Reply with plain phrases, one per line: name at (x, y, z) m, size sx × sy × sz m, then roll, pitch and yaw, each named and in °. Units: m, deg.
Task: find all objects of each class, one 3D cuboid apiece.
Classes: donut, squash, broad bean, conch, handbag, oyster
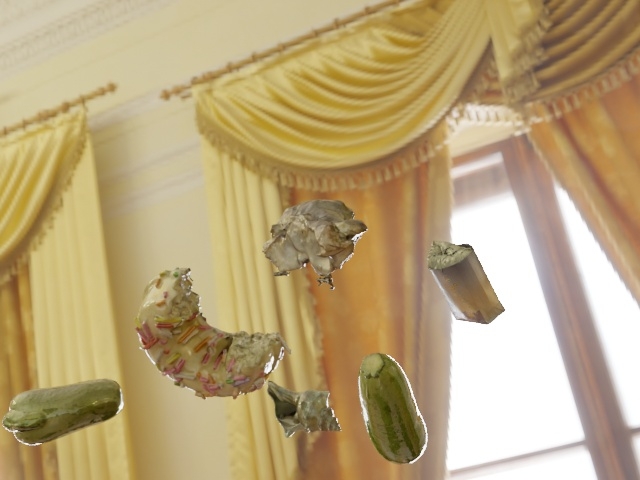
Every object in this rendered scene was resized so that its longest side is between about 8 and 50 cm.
donut at (-0.290, 0.244, 2.254) m, size 0.371 × 0.150 × 0.307 m, roll 37°, pitch -44°, yaw -8°
squash at (0.078, 0.188, 1.040) m, size 0.066 × 0.066 × 0.201 m, roll -14°, pitch -42°, yaw 5°
broad bean at (-0.384, 0.250, 1.396) m, size 0.174 × 0.082 × 0.124 m, roll -18°, pitch 3°, yaw -11°
conch at (-0.039, 0.440, 2.357) m, size 0.234 × 0.137 × 0.114 m, roll -4°, pitch -28°, yaw 43°
handbag at (0.271, 0.079, 1.803) m, size 0.095 × 0.173 × 0.117 m, roll -34°, pitch 16°, yaw -25°
oyster at (-0.008, 0.002, 1.770) m, size 0.198 × 0.133 × 0.337 m, roll -30°, pitch 16°, yaw -9°
